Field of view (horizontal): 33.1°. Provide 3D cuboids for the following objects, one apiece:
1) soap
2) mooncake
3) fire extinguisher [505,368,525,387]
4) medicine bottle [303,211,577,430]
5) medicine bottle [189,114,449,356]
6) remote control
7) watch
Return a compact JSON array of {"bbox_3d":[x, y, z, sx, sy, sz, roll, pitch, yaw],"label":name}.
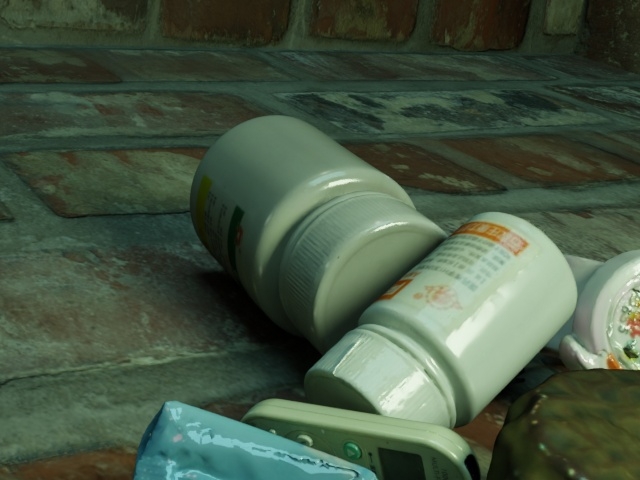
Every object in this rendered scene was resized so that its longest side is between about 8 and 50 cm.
[{"bbox_3d":[-0.030,0.182,0.753,0.156,0.077,0.293,17,-14,10],"label":"soap"},{"bbox_3d":[0.258,0.217,0.801,0.290,0.161,0.290,8,21,-3],"label":"mooncake"},{"bbox_3d":[0.192,0.126,1.193,0.064,0.043,0.158,-16,16,13],"label":"fire extinguisher"},{"bbox_3d":[0.113,0.094,0.994,0.144,0.145,0.252,23,52,36],"label":"medicine bottle"},{"bbox_3d":[0.000,0.000,1.222,0.208,0.208,0.339,-2,23,-26],"label":"medicine bottle"},{"bbox_3d":[0.029,0.176,0.889,0.221,0.078,0.042,3,27,31],"label":"remote control"},{"bbox_3d":[0.332,0.118,1.132,0.244,0.196,0.231,19,-5,-8],"label":"watch"}]
